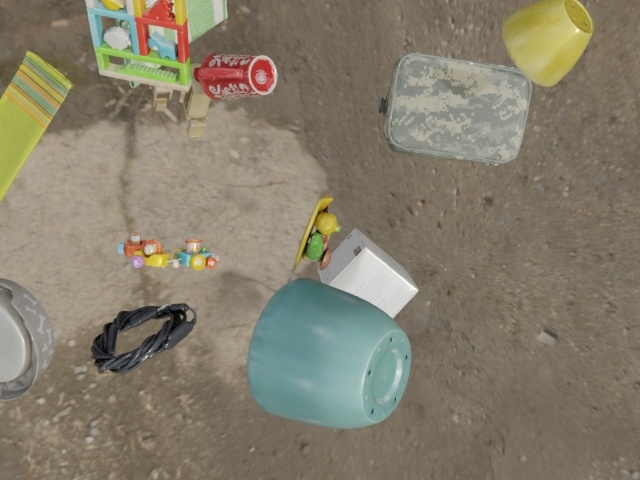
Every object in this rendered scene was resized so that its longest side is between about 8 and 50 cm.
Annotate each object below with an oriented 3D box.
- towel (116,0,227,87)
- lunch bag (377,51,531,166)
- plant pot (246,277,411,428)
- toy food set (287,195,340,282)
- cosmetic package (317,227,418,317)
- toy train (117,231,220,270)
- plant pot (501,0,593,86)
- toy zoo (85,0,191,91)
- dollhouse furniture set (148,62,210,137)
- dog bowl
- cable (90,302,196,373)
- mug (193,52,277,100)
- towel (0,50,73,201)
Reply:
[{"bbox_3d":[-0.344,-0.532,1.715,0.038,0.248,0.325,39,68,11],"label":"towel"},{"bbox_3d":[0.286,-0.281,1.565,0.305,0.256,0.213,7,100,-1],"label":"lunch bag"},{"bbox_3d":[0.036,0.239,1.426,0.235,0.293,0.293,12,90,36],"label":"plant pot"},{"bbox_3d":[0.000,0.000,1.502,0.071,0.218,0.128,22,53,1],"label":"toy food set"},{"bbox_3d":[0.114,0.097,1.778,0.183,0.151,0.151,39,100,-17],"label":"cosmetic package"},{"bbox_3d":[-0.244,0.011,1.146,0.166,0.125,0.046,3,101,-6],"label":"toy train"},{"bbox_3d":[0.365,-0.322,1.115,0.095,0.134,0.134,-33,80,48],"label":"plant pot"},{"bbox_3d":[-0.347,-0.423,1.359,0.192,0.293,0.030,12,50,3],"label":"toy zoo"},{"bbox_3d":[-0.383,-0.368,1.893,0.161,0.182,0.101,-4,58,-25],"label":"dollhouse furniture set"},{"bbox_3d":[-0.885,0.261,1.965,0.348,0.102,0.349,6,108,19],"label":"dog bowl"},{"bbox_3d":[-0.302,0.153,1.169,0.150,0.184,0.047,8,123,32],"label":"cable"},{"bbox_3d":[-0.204,-0.382,1.696,0.169,0.150,0.113,10,129,41],"label":"mug"},{"bbox_3d":[-0.505,-0.188,1.180,0.102,0.021,0.237,38,99,14],"label":"towel"}]
